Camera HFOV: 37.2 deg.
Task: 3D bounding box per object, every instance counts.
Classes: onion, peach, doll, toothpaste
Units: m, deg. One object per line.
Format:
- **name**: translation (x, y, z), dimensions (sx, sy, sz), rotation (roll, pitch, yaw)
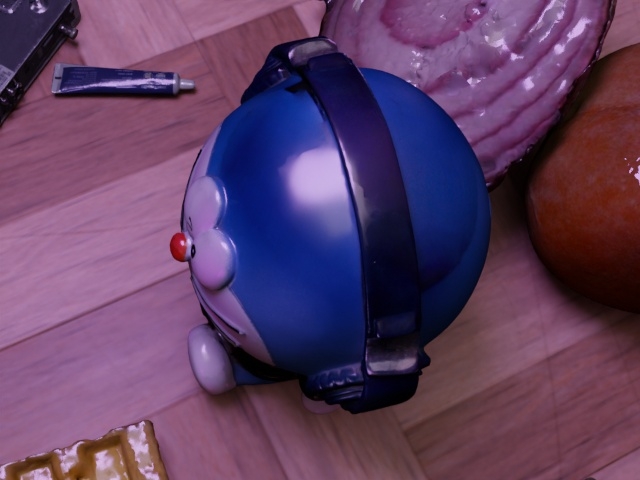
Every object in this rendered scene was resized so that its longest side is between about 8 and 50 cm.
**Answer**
- **onion**: translation (0.134, -0.163, 0.901), dimensions (0.314, 0.146, 0.280), rotation (8, 78, 35)
- **peach**: translation (0.309, -0.055, 0.840), dimensions (0.252, 0.252, 0.252), rotation (2, 69, -6)
- **doll**: translation (0.000, 0.000, 0.747), dimensions (0.240, 0.310, 0.284), rotation (-11, 71, -12)
- **toothpaste**: translation (-0.194, -0.157, 0.939), dimensions (0.140, 0.021, 0.037), rotation (2, 62, -4)

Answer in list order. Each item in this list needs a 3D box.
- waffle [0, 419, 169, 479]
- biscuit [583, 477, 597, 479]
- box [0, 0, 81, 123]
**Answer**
- **waffle**: translation (-0.242, 0.262, 0.752), dimensions (0.274, 0.057, 0.168), rotation (-17, 72, -12)
- **biscuit**: translation (0.131, 0.301, 0.776), dimensions (0.322, 0.038, 0.099), rotation (-22, 69, -22)
- **box**: translation (-0.378, -0.168, 0.908), dimensions (0.211, 0.045, 0.270), rotation (28, 68, 6)
